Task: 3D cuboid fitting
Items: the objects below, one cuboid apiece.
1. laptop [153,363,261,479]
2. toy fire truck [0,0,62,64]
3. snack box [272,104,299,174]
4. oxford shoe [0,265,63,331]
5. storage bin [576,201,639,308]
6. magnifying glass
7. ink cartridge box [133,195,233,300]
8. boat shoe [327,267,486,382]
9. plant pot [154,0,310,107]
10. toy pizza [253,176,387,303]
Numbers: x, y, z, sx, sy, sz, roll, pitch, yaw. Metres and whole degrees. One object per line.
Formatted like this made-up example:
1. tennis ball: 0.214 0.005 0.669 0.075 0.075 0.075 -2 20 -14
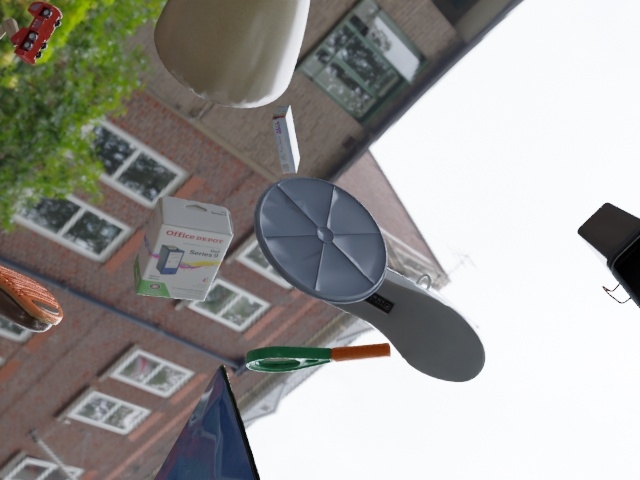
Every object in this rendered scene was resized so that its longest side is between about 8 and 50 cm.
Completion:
1. laptop: -0.251 0.298 0.565 0.382 0.407 0.237 -146 -129 -74
2. toy fire truck: -0.686 -0.463 1.596 0.135 0.047 0.192 23 -99 17
3. snack box: -0.082 -0.242 1.692 0.037 0.141 0.100 -7 -153 6
4. oxford shoe: -0.571 0.097 1.176 0.363 0.130 0.133 19 -103 33
5. storage bin: 0.379 0.021 0.870 0.098 0.135 0.091 -46 -147 7
6. magnifying glass: -0.005 0.181 1.108 0.230 0.092 0.026 -5 -115 11
7. ink cartridge box: -0.293 0.021 1.490 0.212 0.154 0.093 -61 -148 34
8. boat shoe: 0.133 0.113 1.271 0.136 0.367 0.156 -60 179 17
9. plant pot: -0.118 -0.404 1.161 0.274 0.256 0.257 131 -30 -53
10. toy pizza: 0.000 0.000 0.953 0.032 0.201 0.201 -51 -147 46
